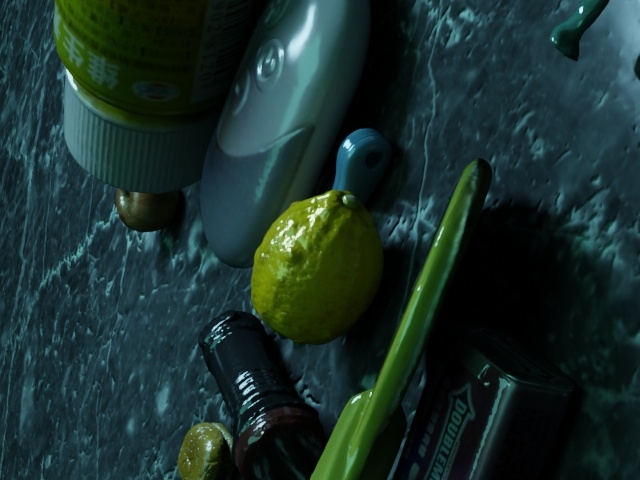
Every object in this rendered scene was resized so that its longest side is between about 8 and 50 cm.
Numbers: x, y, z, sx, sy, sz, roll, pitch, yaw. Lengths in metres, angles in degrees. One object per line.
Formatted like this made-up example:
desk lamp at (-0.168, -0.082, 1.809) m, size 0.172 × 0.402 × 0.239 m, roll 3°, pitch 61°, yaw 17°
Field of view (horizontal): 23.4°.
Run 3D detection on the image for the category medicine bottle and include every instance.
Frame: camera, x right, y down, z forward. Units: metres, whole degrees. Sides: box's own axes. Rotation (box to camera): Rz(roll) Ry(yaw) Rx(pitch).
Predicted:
medicine bottle at (-0.168, -0.242, 1.632) m, size 0.384 × 0.224 × 0.224 m, roll 105°, pitch 161°, yaw -49°

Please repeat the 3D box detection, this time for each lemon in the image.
lemon at (-0.002, 0.024, 1.380) m, size 0.155 × 0.114 × 0.114 m, roll -66°, pitch 28°, yaw 22°

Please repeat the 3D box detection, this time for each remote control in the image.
remote control at (-0.038, -0.127, 1.531) m, size 0.221 × 0.103 × 0.332 m, roll -115°, pitch 43°, yaw -63°

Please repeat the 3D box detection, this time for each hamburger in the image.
hamburger at (-0.118, 0.227, 1.593) m, size 0.083 × 0.044 × 0.076 m, roll 28°, pitch 104°, yaw 60°

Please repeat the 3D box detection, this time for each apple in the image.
apple at (-0.208, -0.050, 1.871) m, size 0.084 × 0.071 × 0.084 m, roll -15°, pitch 73°, yaw 58°

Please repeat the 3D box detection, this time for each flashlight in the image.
flashlight at (-0.060, 0.149, 1.481) m, size 0.093 × 0.093 × 0.232 m, roll -68°, pitch 23°, yaw 18°

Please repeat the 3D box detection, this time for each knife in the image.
knife at (-0.001, 0.000, 1.452) m, size 0.032 × 0.058 × 0.244 m, roll 48°, pitch 123°, yaw 35°

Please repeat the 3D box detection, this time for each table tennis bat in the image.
table tennis bat at (0.053, 0.106, 1.183) m, size 0.224 × 0.054 × 0.368 m, roll 96°, pitch -163°, yaw -80°

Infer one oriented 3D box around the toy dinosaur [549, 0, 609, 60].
toy dinosaur at (0.241, -0.330, 1.112) m, size 0.331 × 0.129 × 0.383 m, roll -42°, pitch 40°, yaw 33°

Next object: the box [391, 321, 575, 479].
box at (0.104, 0.184, 1.145) m, size 0.120 × 0.069 × 0.224 m, roll 38°, pitch 112°, yaw 63°
